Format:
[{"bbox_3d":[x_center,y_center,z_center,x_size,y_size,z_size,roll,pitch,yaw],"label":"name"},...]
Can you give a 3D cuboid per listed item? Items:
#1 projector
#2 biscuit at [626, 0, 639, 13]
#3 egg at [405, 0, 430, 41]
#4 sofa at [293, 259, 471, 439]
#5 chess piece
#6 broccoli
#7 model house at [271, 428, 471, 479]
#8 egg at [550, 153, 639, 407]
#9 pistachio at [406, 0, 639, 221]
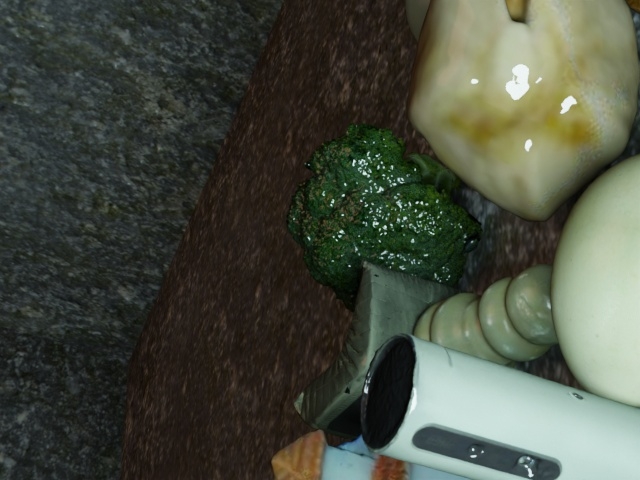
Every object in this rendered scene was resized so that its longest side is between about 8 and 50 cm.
[{"bbox_3d":[0.204,0.178,1.029,0.108,0.337,0.108,-162,90,-72],"label":"projector"},{"bbox_3d":[0.450,-0.404,1.359,0.186,0.044,0.295,-109,41,-70],"label":"biscuit"},{"bbox_3d":[0.238,-0.409,1.797,0.264,0.183,0.183,-64,18,7],"label":"egg"},{"bbox_3d":[0.100,0.172,1.602,0.225,0.210,0.176,125,155,-47],"label":"sofa"},{"bbox_3d":[0.229,0.104,1.414,0.243,0.133,0.133,-38,37,55],"label":"chess piece"},{"bbox_3d":[0.093,-0.037,1.767,0.321,0.304,0.283,-24,14,46],"label":"broccoli"},{"bbox_3d":[0.064,0.364,1.316,0.252,0.329,0.295,-48,27,47],"label":"model house"},{"bbox_3d":[0.313,0.038,1.085,0.188,0.188,0.253,-136,60,-72],"label":"egg"},{"bbox_3d":[0.241,-0.228,1.397,0.365,0.281,0.445,76,-169,-47],"label":"pistachio"}]
